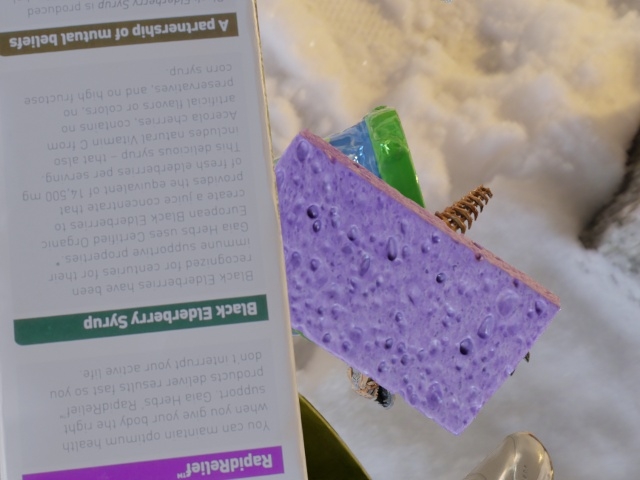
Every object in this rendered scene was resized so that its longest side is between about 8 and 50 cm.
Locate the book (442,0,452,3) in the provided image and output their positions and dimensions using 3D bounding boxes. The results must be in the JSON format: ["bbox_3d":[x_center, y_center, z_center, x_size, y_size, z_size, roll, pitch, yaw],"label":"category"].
[{"bbox_3d":[0.113,-0.278,0.958,0.096,0.035,0.144,-33,128,-12],"label":"book"}]

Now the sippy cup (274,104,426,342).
[{"bbox_3d":[0.000,0.000,1.246,0.224,0.305,0.240,-15,79,2],"label":"sippy cup"}]

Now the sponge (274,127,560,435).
[{"bbox_3d":[0.041,0.029,0.800,0.210,0.031,0.117,34,108,-2],"label":"sponge"}]

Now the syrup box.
[{"bbox_3d":[-0.065,-0.021,0.417,0.096,0.093,0.237,-5,79,-5],"label":"syrup box"}]

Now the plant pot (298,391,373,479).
[{"bbox_3d":[-0.115,0.338,0.945,0.353,0.366,0.366,-35,84,8],"label":"plant pot"}]

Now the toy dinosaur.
[{"bbox_3d":[0.155,0.073,1.527,0.218,0.164,0.322,37,87,-23],"label":"toy dinosaur"}]

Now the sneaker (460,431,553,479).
[{"bbox_3d":[0.086,0.250,0.995,0.121,0.099,0.262,41,75,-4],"label":"sneaker"}]
